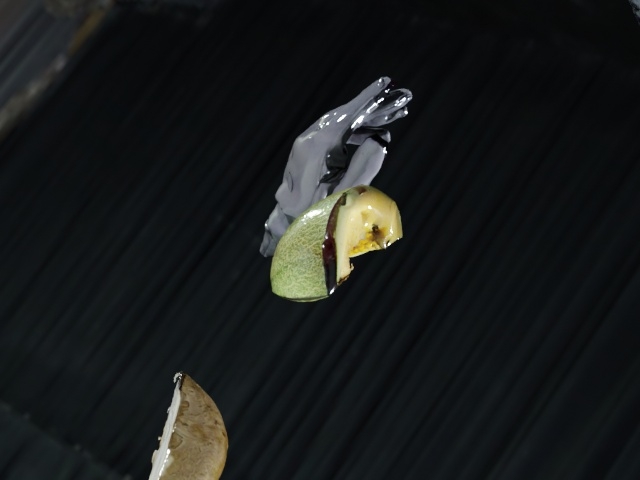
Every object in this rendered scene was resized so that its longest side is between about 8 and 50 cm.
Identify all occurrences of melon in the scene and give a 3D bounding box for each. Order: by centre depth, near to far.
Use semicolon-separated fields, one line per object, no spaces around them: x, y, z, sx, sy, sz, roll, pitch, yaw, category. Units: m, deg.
0.000;0.000;1.504;0.128;0.160;0.079;-17;-77;33;melon

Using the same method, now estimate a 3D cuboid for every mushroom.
-0.168;0.267;2.044;0.094;0.210;0.072;29;-43;-16;mushroom

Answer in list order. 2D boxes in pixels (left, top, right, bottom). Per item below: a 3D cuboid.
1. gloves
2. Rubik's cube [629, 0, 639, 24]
0.016;-0.082;1.943;0.119;0.285;0.142;23;21;-35;gloves
0.330;-0.333;1.128;0.301;0.303;0.305;-24;-56;22;Rubik's cube
